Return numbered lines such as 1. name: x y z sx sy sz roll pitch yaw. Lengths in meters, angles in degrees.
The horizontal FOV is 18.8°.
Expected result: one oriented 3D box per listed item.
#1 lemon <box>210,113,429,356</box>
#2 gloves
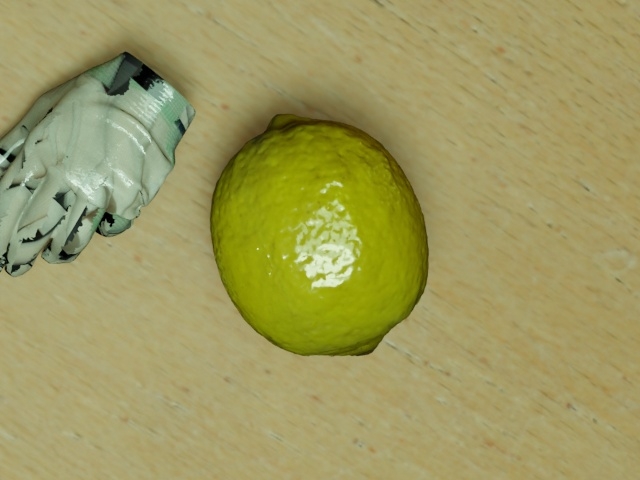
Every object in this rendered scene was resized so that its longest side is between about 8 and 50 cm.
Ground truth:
1. lemon: 0.000 -0.003 1.554 0.180 0.180 0.193 6 90 -9
2. gloves: -0.203 -0.051 1.553 0.127 0.111 0.212 41 84 -17
